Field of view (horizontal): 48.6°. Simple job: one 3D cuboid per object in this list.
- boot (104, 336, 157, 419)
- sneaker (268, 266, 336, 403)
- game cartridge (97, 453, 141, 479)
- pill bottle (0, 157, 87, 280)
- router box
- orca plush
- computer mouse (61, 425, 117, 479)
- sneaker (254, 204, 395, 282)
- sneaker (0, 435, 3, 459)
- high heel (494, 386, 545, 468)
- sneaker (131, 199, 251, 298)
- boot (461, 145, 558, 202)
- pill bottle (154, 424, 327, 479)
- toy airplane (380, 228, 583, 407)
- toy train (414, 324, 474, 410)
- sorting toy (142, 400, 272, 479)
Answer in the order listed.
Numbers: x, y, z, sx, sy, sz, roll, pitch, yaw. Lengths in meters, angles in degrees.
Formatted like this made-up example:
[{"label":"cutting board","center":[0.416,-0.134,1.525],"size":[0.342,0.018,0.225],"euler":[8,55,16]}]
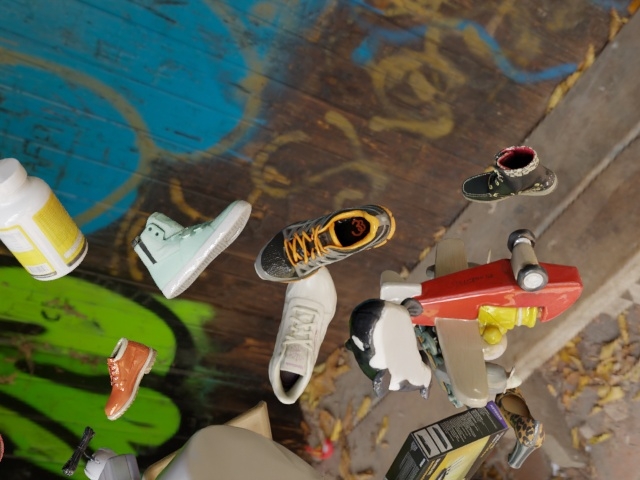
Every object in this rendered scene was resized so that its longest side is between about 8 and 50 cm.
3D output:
[{"label":"boot","center":[-0.394,0.268,1.389],"size":[0.059,0.085,0.157],"euler":[-3,58,50]},{"label":"sneaker","center":[-0.032,0.201,1.490],"size":[0.152,0.114,0.305],"euler":[-105,28,-78]},{"label":"game cartridge","center":[-0.293,0.543,1.104],"size":[0.230,0.068,0.355],"euler":[-54,48,35]},{"label":"pill bottle","center":[-0.445,-0.033,1.085],"size":[0.103,0.184,0.103],"euler":[-12,42,11]},{"label":"router box","center":[0.287,0.528,1.699],"size":[0.081,0.243,0.308],"euler":[57,148,34]},{"label":"orca plush","center":[0.093,0.154,1.071],"size":[0.102,0.287,0.151],"euler":[13,83,30]},{"label":"computer mouse","center":[-0.454,0.454,1.456],"size":[0.193,0.042,0.106],"euler":[8,55,38]},{"label":"sneaker","center":[0.000,0.000,1.018],"size":[0.215,0.083,0.084],"euler":[-24,86,10]},{"label":"sneaker","center":[-0.603,0.376,1.191],"size":[0.314,0.136,0.116],"euler":[-39,81,28]},{"label":"high heel","center":[0.514,0.421,1.798],"size":[0.186,0.093,0.261],"euler":[100,176,-47]},{"label":"sneaker","center":[-0.258,-0.022,1.370],"size":[0.256,0.151,0.094],"euler":[-43,-8,17]},{"label":"boot","center":[0.432,-0.161,1.702],"size":[0.236,0.179,0.085],"euler":[-4,71,31]},{"label":"pill bottle","center":[-0.141,0.338,0.491],"size":[0.407,0.229,0.229],"euler":[-52,31,8]},{"label":"toy airplane","center":[0.307,0.158,1.504],"size":[0.386,0.272,0.384],"euler":[-42,36,-23]},{"label":"toy train","center":[0.389,0.353,2.133],"size":[0.333,0.142,0.190],"euler":[64,171,-4]},{"label":"sorting toy","center":[-0.134,0.417,1.036],"size":[0.041,0.229,0.307],"euler":[10,115,42]}]
